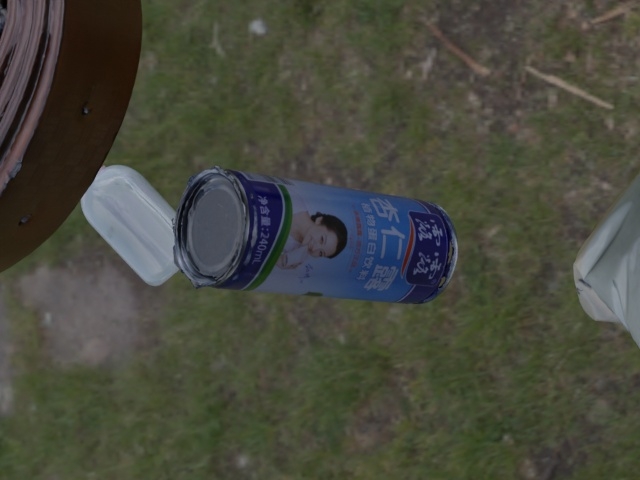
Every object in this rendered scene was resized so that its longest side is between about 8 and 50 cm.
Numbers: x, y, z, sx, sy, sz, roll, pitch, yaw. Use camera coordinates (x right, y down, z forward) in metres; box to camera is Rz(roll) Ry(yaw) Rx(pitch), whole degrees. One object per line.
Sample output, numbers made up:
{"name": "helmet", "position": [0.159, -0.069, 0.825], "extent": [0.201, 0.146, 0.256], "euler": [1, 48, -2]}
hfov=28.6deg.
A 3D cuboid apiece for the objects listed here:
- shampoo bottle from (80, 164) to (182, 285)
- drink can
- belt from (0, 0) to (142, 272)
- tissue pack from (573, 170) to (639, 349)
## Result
{"name": "shampoo bottle", "position": [-0.262, -0.043, 1.667], "extent": [0.108, 0.051, 0.221], "euler": [-38, 99, 30]}
{"name": "drink can", "position": [0.000, 0.000, 1.026], "extent": [0.097, 0.235, 0.097], "euler": [-9, 78, 47]}
{"name": "belt", "position": [-0.223, -0.090, 0.756], "extent": [0.184, 0.105, 0.261], "euler": [43, 107, 14]}
{"name": "tissue pack", "position": [0.442, -0.022, 1.298], "extent": [0.195, 0.375, 0.390], "euler": [37, 100, -13]}
